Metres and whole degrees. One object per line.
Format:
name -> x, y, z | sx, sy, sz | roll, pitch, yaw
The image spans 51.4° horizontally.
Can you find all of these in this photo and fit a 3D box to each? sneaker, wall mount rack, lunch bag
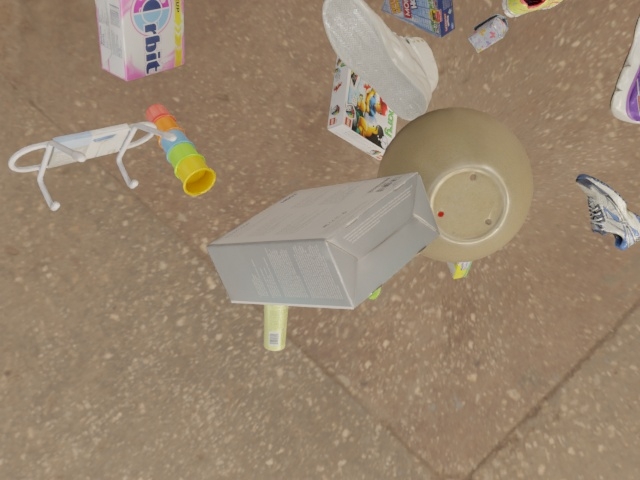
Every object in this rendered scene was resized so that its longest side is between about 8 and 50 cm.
sneaker -> 0.128, -0.393, 1.347 | 0.108, 0.169, 0.292 | -28, 109, 37
wall mount rack -> -0.483, -0.187, 1.467 | 0.304, 0.350, 0.131 | -36, 79, 53
sneaker -> 0.585, -0.643, 1.734 | 0.208, 0.094, 0.082 | -28, 100, -7
sneaker -> 0.367, -0.207, 0.705 | 0.071, 0.068, 0.170 | 19, 110, 22
lunch bag -> 0.386, -0.479, 1.525 | 0.071, 0.083, 0.053 | -25, 109, 44
sneaker -> 0.403, -0.037, 0.939 | 0.135, 0.052, 0.058 | 43, 101, -8

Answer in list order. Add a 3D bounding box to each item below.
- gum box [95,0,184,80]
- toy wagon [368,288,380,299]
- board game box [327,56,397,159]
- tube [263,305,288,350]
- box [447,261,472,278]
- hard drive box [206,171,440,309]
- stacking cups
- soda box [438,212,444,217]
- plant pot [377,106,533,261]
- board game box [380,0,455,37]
gum box -> -0.252, -0.323, 0.935 | 0.062, 0.107, 0.189 | 30, 131, 29
toy wagon -> 0.068, 0.006, 1.655 | 0.267, 0.068, 0.345 | 18, 113, -22
board game box -> 0.114, -0.373, 1.620 | 0.053, 0.193, 0.306 | -9, 67, 43
tube -> -0.121, 0.185, 1.833 | 0.062, 0.070, 0.240 | 10, 111, 18
box -> 0.359, 0.008, 1.714 | 0.043, 0.179, 0.105 | -11, 58, -6
hard drive box -> 0.000, 0.000, 0.837 | 0.232, 0.181, 0.089 | -2, 116, 48
stacking cups -> -0.402, -0.261, 1.830 | 0.096, 0.096, 0.316 | -44, 61, 11
soda box -> 0.233, -0.073, 1.448 | 0.216, 0.069, 0.074 | 7, 99, 12
plant pot -> 0.241, -0.080, 1.153 | 0.283, 0.191, 0.284 | 1, 106, 4
board game box -> 0.227, -0.610, 1.623 | 0.194, 0.060, 0.194 | 26, 143, 42
